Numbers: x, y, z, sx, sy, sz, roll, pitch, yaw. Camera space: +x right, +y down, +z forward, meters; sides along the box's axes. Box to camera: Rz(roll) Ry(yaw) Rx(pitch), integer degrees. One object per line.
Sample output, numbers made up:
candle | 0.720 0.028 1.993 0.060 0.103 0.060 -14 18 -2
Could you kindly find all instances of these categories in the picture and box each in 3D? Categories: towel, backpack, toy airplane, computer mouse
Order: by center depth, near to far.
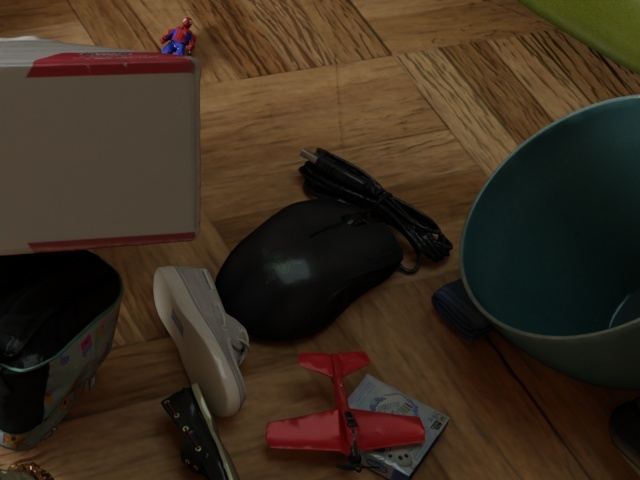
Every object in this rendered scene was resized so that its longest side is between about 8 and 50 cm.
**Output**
backpack | -0.266 0.079 1.643 0.166 0.144 0.188 22 42 17
toy airplane | 0.022 0.151 1.720 0.151 0.028 0.151 7 42 -6
computer mouse | 0.000 0.000 1.873 0.188 0.072 0.272 34 44 17
towel | 0.170 0.057 1.900 0.119 0.029 0.067 -24 56 -36

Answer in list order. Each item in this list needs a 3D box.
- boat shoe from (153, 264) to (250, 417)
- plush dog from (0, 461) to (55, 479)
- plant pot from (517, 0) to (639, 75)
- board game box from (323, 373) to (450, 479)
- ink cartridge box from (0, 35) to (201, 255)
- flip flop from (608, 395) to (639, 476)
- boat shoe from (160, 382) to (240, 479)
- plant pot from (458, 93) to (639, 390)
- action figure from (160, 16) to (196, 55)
boat shoe | -0.099 0.090 1.757 0.063 0.066 0.184 -8 37 -24
plush dog | -0.289 0.218 1.477 0.225 0.210 0.262 33 38 -18
plant pot | 0.385 -0.359 2.222 0.353 0.366 0.366 46 48 13
board game box | 0.060 0.174 1.743 0.090 0.020 0.090 28 43 13
ink cartridge box | -0.299 -0.090 1.668 0.279 0.160 0.385 -5 10 -24
flip flop | 0.350 0.223 1.735 0.112 0.080 0.277 -18 32 -11
boat shoe | -0.101 0.187 1.661 0.042 0.049 0.133 -26 59 -4
plant pot | 0.305 0.031 1.820 0.290 0.195 0.290 -20 43 20
action figure | -0.159 -0.211 2.084 0.038 0.030 0.115 13 39 3
